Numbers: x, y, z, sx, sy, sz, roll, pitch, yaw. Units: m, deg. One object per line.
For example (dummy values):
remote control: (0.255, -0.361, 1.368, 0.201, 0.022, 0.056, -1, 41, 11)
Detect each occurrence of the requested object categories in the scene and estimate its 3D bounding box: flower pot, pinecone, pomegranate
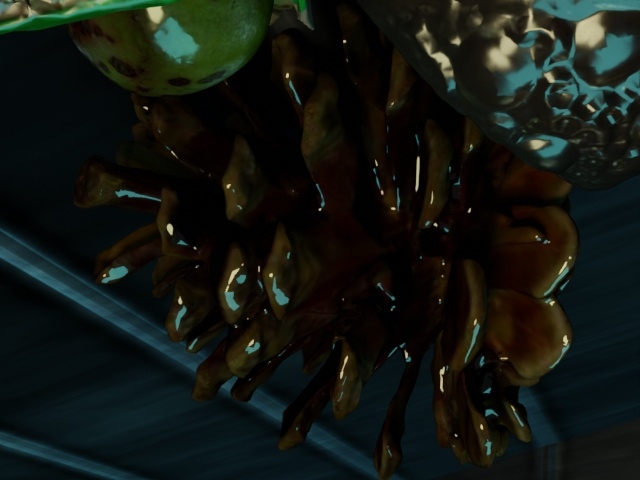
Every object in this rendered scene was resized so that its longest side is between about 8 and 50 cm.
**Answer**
flower pot: (0.170, -0.203, 0.554, 0.267, 0.266, 0.267, 10, 139, -40)
pinecone: (0.000, 0.000, 0.838, 0.384, 0.384, 0.384, -9, 157, -4)
pomegranate: (-0.082, -0.165, 0.683, 0.169, 0.148, 0.148, -41, -179, -41)

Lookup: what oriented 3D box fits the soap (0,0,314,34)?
soap: (-0.147, -0.178, 0.530, 0.273, 0.217, 0.098, -13, -162, -6)
